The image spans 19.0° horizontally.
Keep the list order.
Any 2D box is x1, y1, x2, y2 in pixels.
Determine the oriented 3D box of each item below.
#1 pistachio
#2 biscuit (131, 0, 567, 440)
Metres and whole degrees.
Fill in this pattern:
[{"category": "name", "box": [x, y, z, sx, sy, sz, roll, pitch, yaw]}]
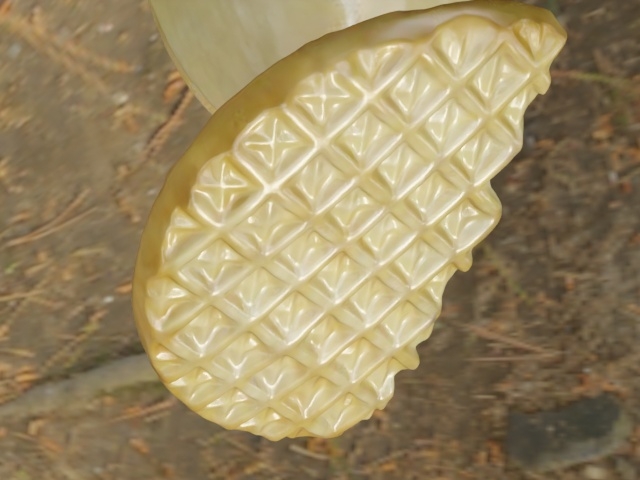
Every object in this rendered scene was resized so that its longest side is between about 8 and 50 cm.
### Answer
[{"category": "pistachio", "box": [-0.008, -0.204, 1.334, 0.238, 0.229, 0.321, -17, 105, -6]}, {"category": "biscuit", "box": [0.000, 0.000, 1.039, 0.205, 0.040, 0.309, 2, 129, -32]}]
